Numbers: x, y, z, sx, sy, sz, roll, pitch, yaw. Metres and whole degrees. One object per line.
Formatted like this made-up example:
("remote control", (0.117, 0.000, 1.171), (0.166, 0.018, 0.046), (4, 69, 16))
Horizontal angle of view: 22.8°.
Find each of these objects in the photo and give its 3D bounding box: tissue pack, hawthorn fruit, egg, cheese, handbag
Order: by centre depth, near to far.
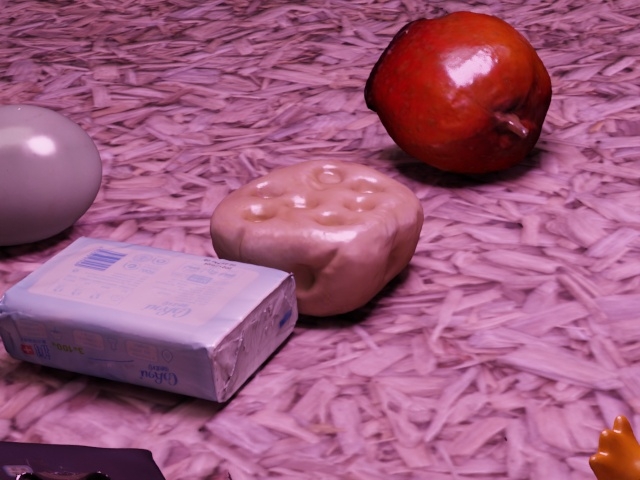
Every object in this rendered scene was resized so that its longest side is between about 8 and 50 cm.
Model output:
("handbag", (-0.222, 0.217, 1.259), (0.254, 0.088, 0.211), (4, 15, -26))
("tissue pack", (-0.175, 0.078, 1.625), (0.263, 0.089, 0.177), (10, 30, 25))
("cheese", (0.000, 0.000, 1.719), (0.235, 0.117, 0.218), (-7, 26, -7))
("egg", (-0.376, -0.077, 1.896), (0.231, 0.168, 0.168), (-7, 25, 1))
("hawthorn fruit", (0.187, -0.180, 1.969), (0.215, 0.215, 0.250), (-16, 26, -21))

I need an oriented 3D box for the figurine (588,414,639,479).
("figurine", (0.393, 0.184, 1.188), (0.344, 0.187, 0.215), (9, 37, 40))
